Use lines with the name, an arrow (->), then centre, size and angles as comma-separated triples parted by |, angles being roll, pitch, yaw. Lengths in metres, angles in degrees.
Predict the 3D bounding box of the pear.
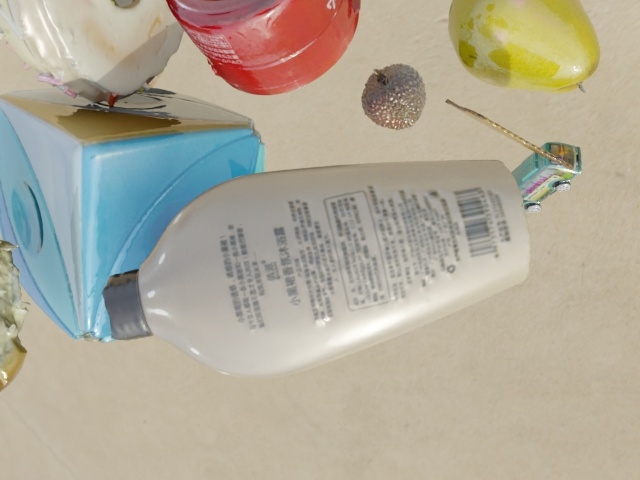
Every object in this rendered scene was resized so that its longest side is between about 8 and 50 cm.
pear -> 0.435, -0.446, 1.346 | 0.285, 0.284, 0.336 | -58, 42, 40

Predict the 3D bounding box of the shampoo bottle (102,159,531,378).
shampoo bottle -> -0.007, 0.016, 0.387 | 0.256, 0.078, 0.127 | -12, 90, -3

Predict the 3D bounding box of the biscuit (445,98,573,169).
biscuit -> 0.372, -0.215, 1.246 | 0.236, 0.232, 0.013 | 27, 105, -11

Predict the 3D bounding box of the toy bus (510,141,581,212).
toy bus -> 0.521, -0.143, 1.512 | 0.109, 0.091, 0.262 | 12, 153, -12

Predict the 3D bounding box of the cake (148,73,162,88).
cake -> -0.537, -0.496, 1.712 | 0.196, 0.293, 0.198 | -9, 147, 44

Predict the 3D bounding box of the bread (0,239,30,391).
bread -> -0.513, 0.123, 0.743 | 0.250, 0.279, 0.225 | -8, 96, 44

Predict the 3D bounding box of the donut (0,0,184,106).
donut -> -0.336, -0.393, 0.910 | 0.142, 0.382, 0.383 | 13, 122, 20

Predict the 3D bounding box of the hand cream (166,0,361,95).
hand cream -> -0.073, -0.313, 0.780 | 0.230, 0.230, 0.149 | 18, 167, 27

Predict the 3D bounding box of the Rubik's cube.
Rubik's cube -> -0.331, -0.069, 1.077 | 0.347, 0.352, 0.352 | 27, 122, 39

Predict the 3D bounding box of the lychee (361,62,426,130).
lychee -> 0.174, -0.355, 1.505 | 0.165, 0.165, 0.197 | -8, 140, 38
